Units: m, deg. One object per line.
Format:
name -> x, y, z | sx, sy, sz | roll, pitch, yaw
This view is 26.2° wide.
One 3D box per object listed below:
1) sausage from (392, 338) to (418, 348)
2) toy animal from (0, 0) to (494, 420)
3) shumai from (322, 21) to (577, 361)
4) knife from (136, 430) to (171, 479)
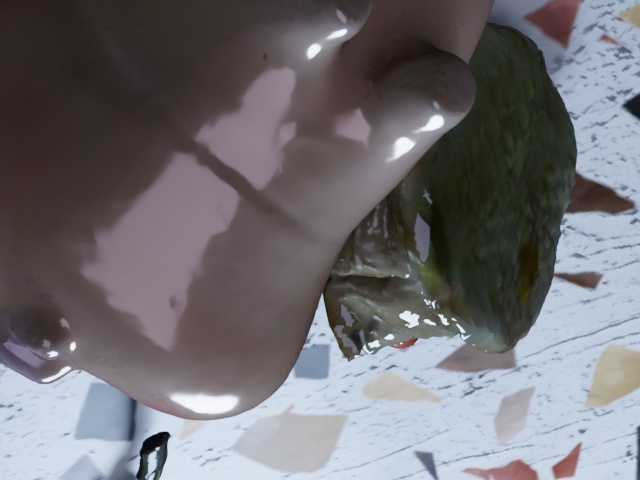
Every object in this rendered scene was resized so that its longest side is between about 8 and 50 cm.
sausage -> 0.000, 0.000, 0.834 | 0.034, 0.034, 0.253 | -35, 132, 9
toy animal -> -0.046, -0.080, 0.612 | 0.237, 0.269, 0.326 | 40, 64, -21
shumai -> 0.062, -0.025, 0.782 | 0.120, 0.201, 0.201 | 2, 144, 33
knife -> -0.145, 0.204, 0.957 | 0.045, 0.021, 0.222 | 2, 132, -22
